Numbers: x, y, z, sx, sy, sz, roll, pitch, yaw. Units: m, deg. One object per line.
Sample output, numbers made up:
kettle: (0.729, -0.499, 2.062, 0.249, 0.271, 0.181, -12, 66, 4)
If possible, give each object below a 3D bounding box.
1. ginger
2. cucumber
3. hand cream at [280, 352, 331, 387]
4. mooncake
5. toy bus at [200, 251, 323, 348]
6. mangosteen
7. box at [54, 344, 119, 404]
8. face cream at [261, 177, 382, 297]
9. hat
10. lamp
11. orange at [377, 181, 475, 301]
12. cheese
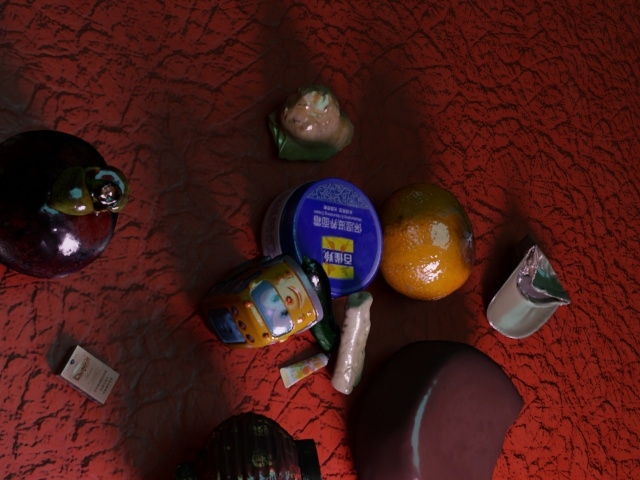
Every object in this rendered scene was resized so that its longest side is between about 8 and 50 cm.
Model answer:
ginger: (0.007, -0.221, 1.920, 0.193, 0.122, 0.115, -9, 66, -45)
cucumber: (-0.001, 0.114, 1.784, 0.284, 0.056, 0.056, 76, 33, -56)
hand cream: (-0.024, 0.219, 1.852, 0.102, 0.022, 0.035, -22, 99, -35)
mooncake: (0.212, 0.339, 1.915, 0.333, 0.174, 0.326, -1, 84, -42)
toy bus: (-0.100, 0.104, 1.701, 0.136, 0.209, 0.126, -33, 100, -27)
mangosteen: (-0.379, -0.052, 1.505, 0.216, 0.216, 0.216, 10, 74, -37)
box: (-0.345, 0.199, 1.595, 0.083, 0.024, 0.053, 41, 57, -23)
face cream: (0.000, 0.000, 1.861, 0.206, 0.111, 0.206, 9, 76, -37)
hat: (0.402, 0.096, 2.205, 0.173, 0.144, 0.166, -32, 115, 5)
lamp: (-0.109, 0.378, 1.623, 0.247, 0.247, 0.247, 10, 74, -37)
orange: (0.195, 0.001, 1.962, 0.224, 0.170, 0.224, 14, 74, -63)
cheese: (0.056, 0.175, 1.846, 0.065, 0.043, 0.194, -29, 135, -49)
